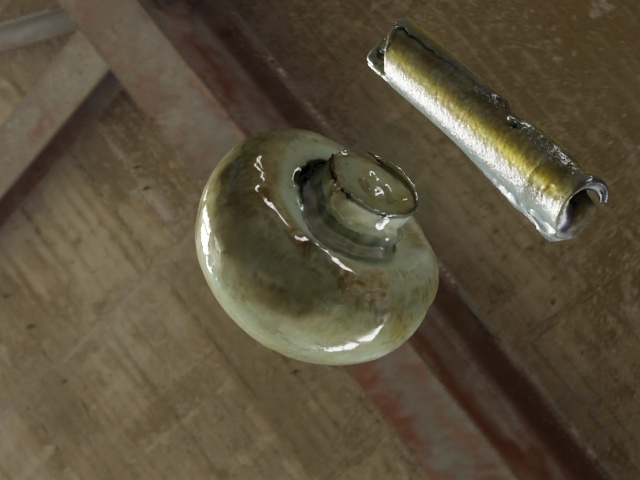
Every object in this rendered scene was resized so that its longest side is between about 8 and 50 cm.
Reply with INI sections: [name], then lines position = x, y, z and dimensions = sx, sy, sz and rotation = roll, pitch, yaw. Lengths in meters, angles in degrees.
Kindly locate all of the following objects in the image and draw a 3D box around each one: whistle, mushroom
[whistle]
position = 0.142, -0.118, 0.835
dimensions = 0.068, 0.057, 0.326
rotation = -40, -132, 3
[mushroom]
position = 0.000, 0.000, 1.178
dimensions = 0.352, 0.352, 0.260
rotation = 44, -54, 12
